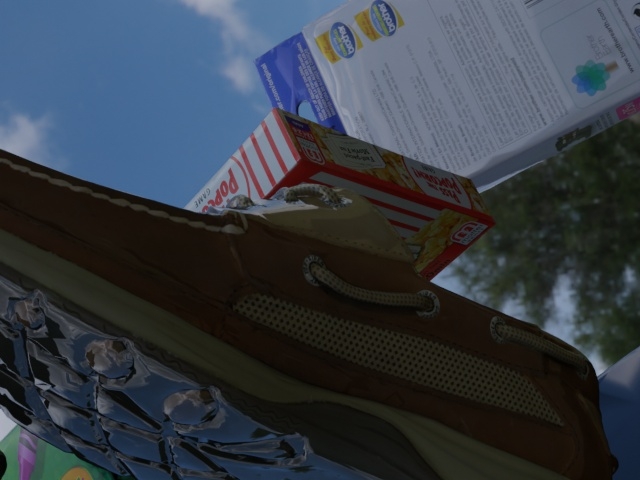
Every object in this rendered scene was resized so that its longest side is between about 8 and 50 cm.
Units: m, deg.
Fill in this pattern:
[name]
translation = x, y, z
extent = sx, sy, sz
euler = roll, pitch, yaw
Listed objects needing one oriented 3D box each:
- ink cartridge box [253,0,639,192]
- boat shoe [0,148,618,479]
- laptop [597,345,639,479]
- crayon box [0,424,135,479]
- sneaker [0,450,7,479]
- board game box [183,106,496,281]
[ink cartridge box]
translation = 0.116, -0.137, 0.882
extent = 0.186, 0.311, 0.065
euler = 67, -167, 16
[boat shoe]
translation = -0.014, 0.042, 0.446
extent = 0.324, 0.122, 0.120
euler = 29, -124, -21
[laptop]
translation = 0.313, 0.192, 0.622
extent = 0.236, 0.382, 0.408
euler = 42, -147, -5
[crayon box]
translation = -0.061, 0.127, 0.656
extent = 0.278, 0.165, 0.081
euler = -6, -119, -49
[sneaker]
translation = -0.193, 0.103, 0.450
extent = 0.071, 0.170, 0.068
euler = 56, -137, -15
[board game box]
translation = 0.000, 0.000, 0.721
extent = 0.193, 0.147, 0.045
euler = 14, -139, -45
